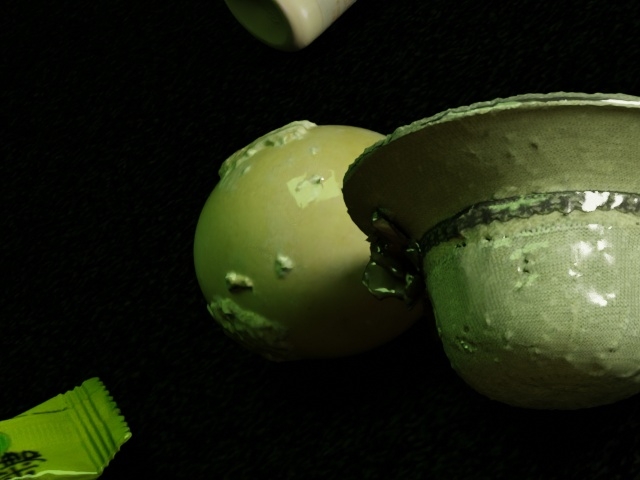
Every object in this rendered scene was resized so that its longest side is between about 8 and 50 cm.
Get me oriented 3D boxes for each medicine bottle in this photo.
[{"bbox_3d":[0.023,-0.291,1.814,0.252,0.114,0.114,-45,28,-22],"label":"medicine bottle"}]

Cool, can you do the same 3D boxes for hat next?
[{"bbox_3d":[0.137,0.027,1.105,0.257,0.257,0.130,-15,63,33],"label":"hat"}]

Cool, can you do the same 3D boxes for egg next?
[{"bbox_3d":[0.002,0.003,1.303,0.201,0.164,0.164,-16,31,46],"label":"egg"}]

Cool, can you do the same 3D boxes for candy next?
[{"bbox_3d":[-0.242,0.185,1.370,0.246,0.069,0.149,-36,29,-2],"label":"candy"}]
